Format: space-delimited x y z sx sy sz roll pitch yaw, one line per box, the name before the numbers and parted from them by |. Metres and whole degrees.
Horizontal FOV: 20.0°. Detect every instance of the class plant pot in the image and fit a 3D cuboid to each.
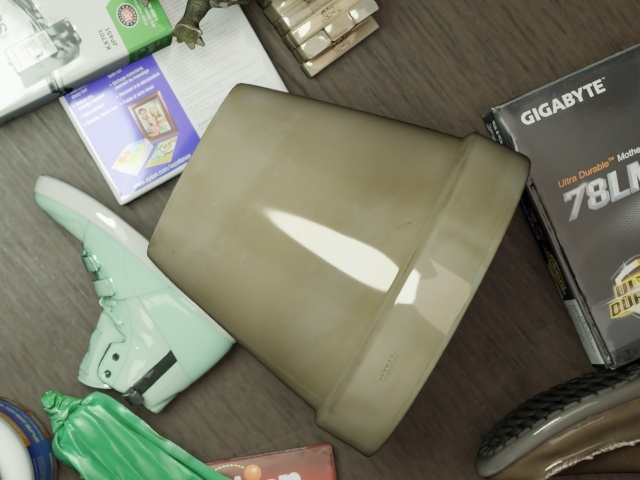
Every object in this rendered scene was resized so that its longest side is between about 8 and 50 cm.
plant pot | 0.000 0.000 1.710 0.280 0.323 0.323 27 87 -1

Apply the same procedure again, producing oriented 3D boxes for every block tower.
block tower | -0.068 -0.326 1.805 0.091 0.097 0.335 -36 96 -5

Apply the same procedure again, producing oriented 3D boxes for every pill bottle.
pill bottle | -0.333 0.222 1.678 0.152 0.272 0.152 0 87 -2

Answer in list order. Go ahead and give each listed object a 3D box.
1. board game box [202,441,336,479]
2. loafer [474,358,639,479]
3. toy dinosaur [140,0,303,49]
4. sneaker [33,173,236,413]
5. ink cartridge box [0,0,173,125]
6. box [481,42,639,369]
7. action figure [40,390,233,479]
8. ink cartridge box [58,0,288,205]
board game box | -0.117 0.298 1.836 0.281 0.027 0.145 -9 90 -7
loafer | 0.335 0.186 1.838 0.366 0.134 0.130 -22 93 -6
toy dinosaur | -0.117 -0.287 1.706 0.313 0.121 0.160 28 50 5
sneaker | -0.215 0.059 1.788 0.256 0.094 0.151 42 88 -5
ink cartridge box | -0.267 -0.215 1.739 0.208 0.087 0.153 -28 92 -7
box | 0.358 -0.057 1.867 0.295 0.073 0.293 -23 91 -8
action figure | -0.184 0.226 1.782 0.232 0.063 0.137 43 85 -7
ink cartridge box | -0.161 -0.173 1.817 0.206 0.045 0.208 -30 94 -6
